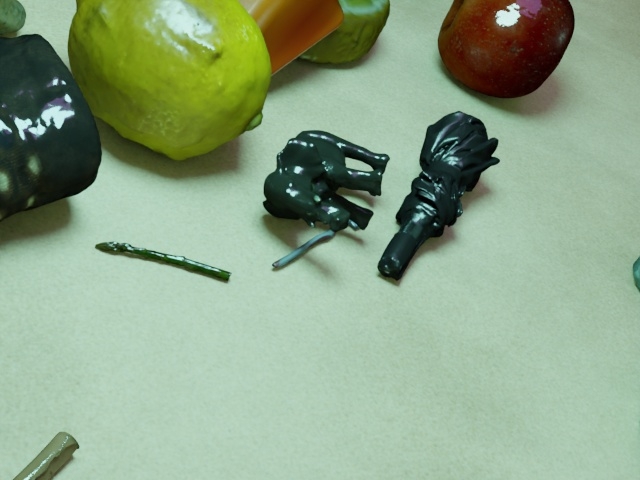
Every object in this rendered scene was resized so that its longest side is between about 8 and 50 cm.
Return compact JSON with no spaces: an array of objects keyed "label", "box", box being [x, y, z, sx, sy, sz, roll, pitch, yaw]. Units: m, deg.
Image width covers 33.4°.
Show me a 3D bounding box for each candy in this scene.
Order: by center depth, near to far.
[{"label":"candy","box":[-0.012,-0.395,1.735,0.259,0.118,0.260,13,43,-12]}]

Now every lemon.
[{"label":"lemon","box":[-0.194,-0.234,1.367,0.288,0.233,0.233,36,38,-7]}]

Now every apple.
[{"label":"apple","box":[0.312,-0.350,1.790,0.201,0.218,0.218,24,38,-8]}]

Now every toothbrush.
[{"label":"toothbrush","box":[0.000,0.000,1.380,0.019,0.013,0.193,48,42,13]}]

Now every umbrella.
[{"label":"umbrella","box":[0.156,-0.062,1.484,0.118,0.118,0.340,31,48,5]}]

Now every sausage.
[{"label":"sausage","box":[-0.266,0.218,0.974,0.026,0.026,0.116,33,40,8]}]

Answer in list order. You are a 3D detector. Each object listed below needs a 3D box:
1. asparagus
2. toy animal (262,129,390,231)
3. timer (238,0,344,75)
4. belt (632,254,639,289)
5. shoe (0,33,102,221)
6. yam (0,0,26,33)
[{"label":"asparagus","box":[-0.183,0.021,1.250,0.162,0.016,0.016,15,59,-16]},{"label":"toy animal","box":[0.005,-0.071,1.390,0.146,0.115,0.245,19,14,-1]},{"label":"timer","box":[-0.142,-0.354,1.554,0.250,0.161,0.257,-44,70,-4]},{"label":"belt","box":[0.559,0.047,1.595,0.198,0.078,0.151,1,47,-27]},{"label":"shoe","box":[-0.416,-0.177,1.216,0.237,0.171,0.384,-25,60,-42]},{"label":"yam","box":[-0.481,-0.322,1.325,0.071,0.067,0.317,35,7,20]}]
